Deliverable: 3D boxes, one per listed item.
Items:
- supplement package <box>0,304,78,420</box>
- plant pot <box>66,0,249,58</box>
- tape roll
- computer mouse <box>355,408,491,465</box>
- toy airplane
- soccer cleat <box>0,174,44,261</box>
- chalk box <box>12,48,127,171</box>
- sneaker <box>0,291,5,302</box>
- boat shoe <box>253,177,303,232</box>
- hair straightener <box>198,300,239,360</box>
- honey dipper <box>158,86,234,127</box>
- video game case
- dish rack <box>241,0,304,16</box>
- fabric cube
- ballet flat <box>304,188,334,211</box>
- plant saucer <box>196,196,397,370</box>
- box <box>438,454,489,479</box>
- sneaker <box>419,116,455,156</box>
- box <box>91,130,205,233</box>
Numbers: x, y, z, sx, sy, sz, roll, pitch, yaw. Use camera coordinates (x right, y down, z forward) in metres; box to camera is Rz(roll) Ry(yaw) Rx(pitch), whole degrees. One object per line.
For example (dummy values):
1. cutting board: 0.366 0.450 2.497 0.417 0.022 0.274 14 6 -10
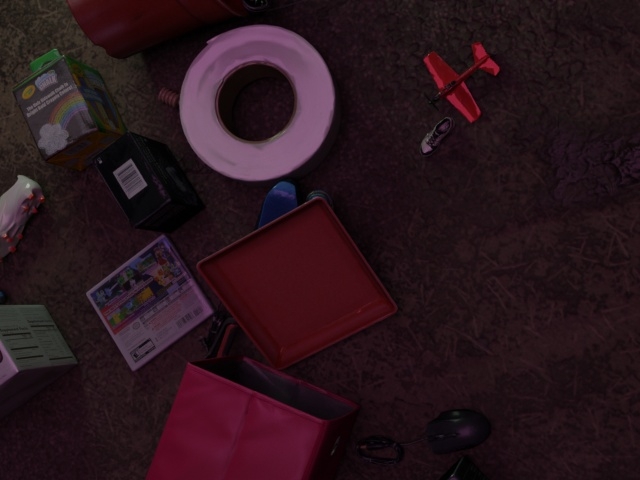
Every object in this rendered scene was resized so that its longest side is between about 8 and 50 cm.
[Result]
1. supplement package: -0.638 0.251 1.689 0.262 0.204 0.145 -36 78 10
2. plant pot: -0.304 -0.478 1.636 0.265 0.272 0.272 -22 81 21
3. tape roll: -0.107 -0.241 1.623 0.286 0.100 0.286 -1 86 10
4. computer mouse: 0.175 0.344 1.551 0.242 0.041 0.071 -17 83 14
5. toy airplane: 0.252 -0.286 1.581 0.151 0.028 0.151 -1 88 14
6. soccer cleat: -0.622 -0.039 1.782 0.076 0.068 0.196 39 95 29
7. chalk box: -0.486 -0.261 1.724 0.132 0.132 0.213 -28 79 12
8. sneaker: -0.727 0.090 1.794 0.209 0.069 0.082 3 83 15
9. boat shoe: -0.076 0.009 1.612 0.109 0.089 0.258 27 116 1
10. hair straightener: -0.202 0.191 1.640 0.089 0.047 0.230 32 111 42
11. honey dipper: -0.235 -0.246 1.708 0.161 0.030 0.030 27 93 13
12. video game case: -0.324 0.118 1.709 0.201 0.023 0.183 -36 78 11
13. dish rack: -0.040 -0.527 1.618 0.272 0.074 0.208 -18 83 -9
14. fabric cube: -0.112 0.362 1.515 0.259 0.254 0.258 20 90 16
15. ballet flat: 0.000 0.000 1.607 0.070 0.070 0.188 9 102 15
16. plant saucer: -0.038 0.072 1.560 0.259 0.047 0.258 -28 112 17
17. box: 0.223 0.589 1.450 0.312 0.179 0.343 43 98 12
18. sneaker: 0.203 -0.185 1.583 0.032 0.037 0.083 39 98 12
19. box: -0.313 -0.104 1.650 0.093 0.158 0.156 -35 79 11
